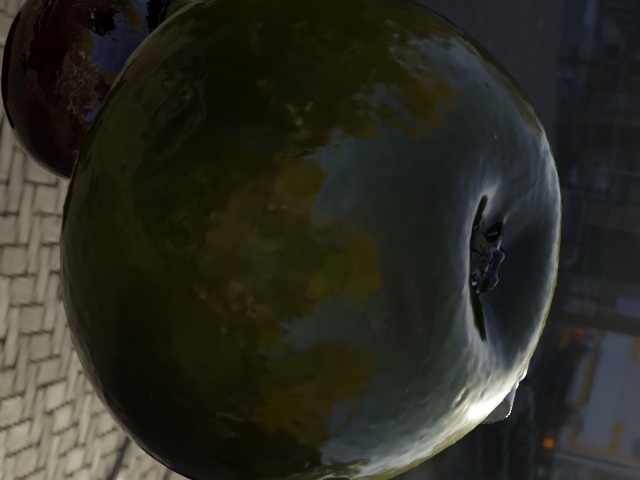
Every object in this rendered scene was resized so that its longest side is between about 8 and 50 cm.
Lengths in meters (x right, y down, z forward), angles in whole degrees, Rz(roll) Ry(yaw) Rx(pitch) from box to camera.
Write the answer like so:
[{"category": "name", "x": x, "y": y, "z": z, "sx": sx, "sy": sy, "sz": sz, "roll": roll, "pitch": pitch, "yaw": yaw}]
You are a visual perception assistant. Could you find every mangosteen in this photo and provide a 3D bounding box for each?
[{"category": "mangosteen", "x": -0.152, "y": -0.130, "z": 0.982, "sx": 0.200, "sy": 0.200, "sz": 0.199, "roll": 11, "pitch": 90, "yaw": -76}]

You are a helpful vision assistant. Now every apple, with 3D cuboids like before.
[{"category": "apple", "x": 0.000, "y": 0.000, "z": 0.459, "sx": 0.196, "sy": 0.157, "sz": 0.196, "roll": -13, "pitch": 106, "yaw": -55}]

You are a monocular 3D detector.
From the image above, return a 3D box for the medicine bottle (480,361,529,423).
[{"category": "medicine bottle", "x": 0.234, "y": 0.133, "z": 1.768, "sx": 0.139, "sy": 0.139, "sz": 0.225, "roll": 82, "pitch": 22, "yaw": -51}]
